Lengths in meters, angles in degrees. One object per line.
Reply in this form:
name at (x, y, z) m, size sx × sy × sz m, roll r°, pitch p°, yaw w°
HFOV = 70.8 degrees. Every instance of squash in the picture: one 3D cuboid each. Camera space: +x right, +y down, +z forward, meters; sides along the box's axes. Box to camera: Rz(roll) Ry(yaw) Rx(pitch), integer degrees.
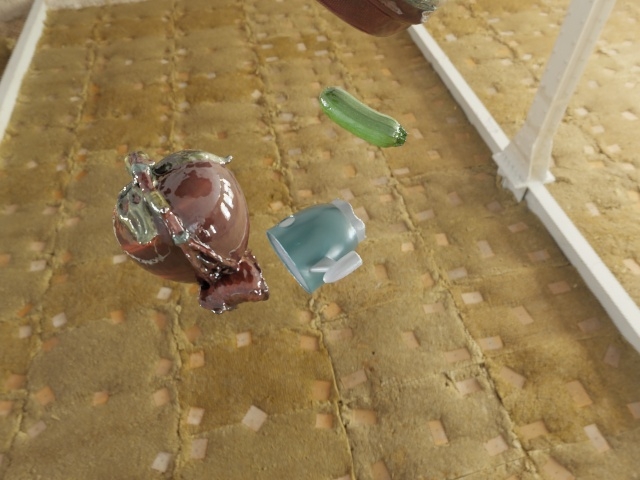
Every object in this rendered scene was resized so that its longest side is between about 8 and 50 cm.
squash at (0.093, -0.271, 1.009) m, size 0.219 × 0.077 × 0.068 m, roll 25°, pitch -152°, yaw -7°

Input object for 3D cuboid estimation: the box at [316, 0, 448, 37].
box at (-0.047, -0.319, 0.301) m, size 0.404 × 0.108 × 0.262 m, roll 25°, pitch -128°, yaw -31°

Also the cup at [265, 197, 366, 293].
cup at (0.000, 0.000, 0.955) m, size 0.173 × 0.167 × 0.300 m, roll -35°, pitch -150°, yaw -12°

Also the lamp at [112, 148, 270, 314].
lamp at (-0.159, -0.014, 0.547) m, size 0.151 × 0.223 × 0.215 m, roll -15°, pitch -154°, yaw -6°
